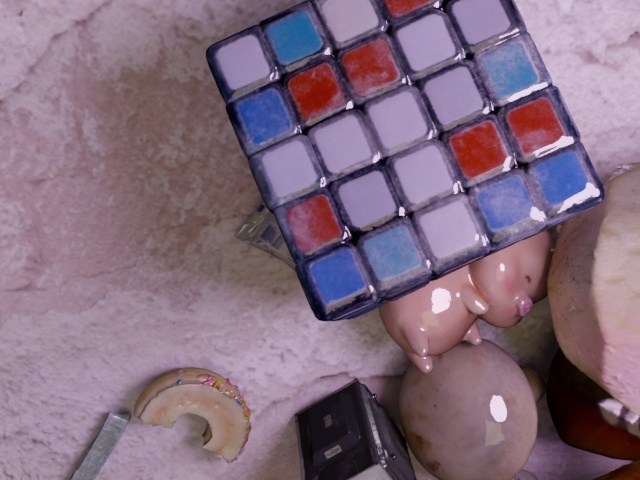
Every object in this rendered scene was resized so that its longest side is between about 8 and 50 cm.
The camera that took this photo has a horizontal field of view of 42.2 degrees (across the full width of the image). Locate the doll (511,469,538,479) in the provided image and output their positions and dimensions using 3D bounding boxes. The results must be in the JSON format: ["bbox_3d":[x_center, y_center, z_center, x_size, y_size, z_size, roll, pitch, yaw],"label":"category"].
[{"bbox_3d":[0.259,0.365,1.231,0.149,0.095,0.192,-36,110,2],"label":"doll"}]

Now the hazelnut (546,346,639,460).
[{"bbox_3d":[0.409,0.217,1.154,0.208,0.208,0.208,-2,112,-6],"label":"hazelnut"}]

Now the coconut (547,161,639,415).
[{"bbox_3d":[0.463,0.054,0.964,0.352,0.352,0.353,-2,112,-6],"label":"coconut"}]

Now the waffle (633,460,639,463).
[{"bbox_3d":[0.596,0.318,1.265,0.259,0.069,0.293,-6,111,-5],"label":"waffle"}]

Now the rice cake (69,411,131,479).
[{"bbox_3d":[-0.321,0.308,1.178,0.033,0.029,0.171,30,106,-13],"label":"rice cake"}]

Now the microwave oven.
[{"bbox_3d":[0.059,0.311,1.127,0.129,0.205,0.163,-30,113,6],"label":"microwave oven"}]

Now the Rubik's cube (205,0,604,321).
[{"bbox_3d":[0.085,-0.096,0.878,0.293,0.287,0.292,-23,84,4],"label":"Rubik's cube"}]

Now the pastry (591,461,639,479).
[{"bbox_3d":[0.380,0.438,1.145,0.356,0.164,0.356,-23,150,-14],"label":"pastry"}]

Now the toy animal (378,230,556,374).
[{"bbox_3d":[0.192,0.054,1.071,0.250,0.154,0.166,-26,154,-5],"label":"toy animal"}]

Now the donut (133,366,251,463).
[{"bbox_3d":[-0.162,0.226,1.144,0.166,0.065,0.108,33,104,-16],"label":"donut"}]

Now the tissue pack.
[{"bbox_3d":[0.000,0.000,1.093,0.193,0.026,0.122,34,105,-17],"label":"tissue pack"}]

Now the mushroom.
[{"bbox_3d":[0.221,0.227,1.140,0.215,0.207,0.207,-12,117,-38],"label":"mushroom"}]
